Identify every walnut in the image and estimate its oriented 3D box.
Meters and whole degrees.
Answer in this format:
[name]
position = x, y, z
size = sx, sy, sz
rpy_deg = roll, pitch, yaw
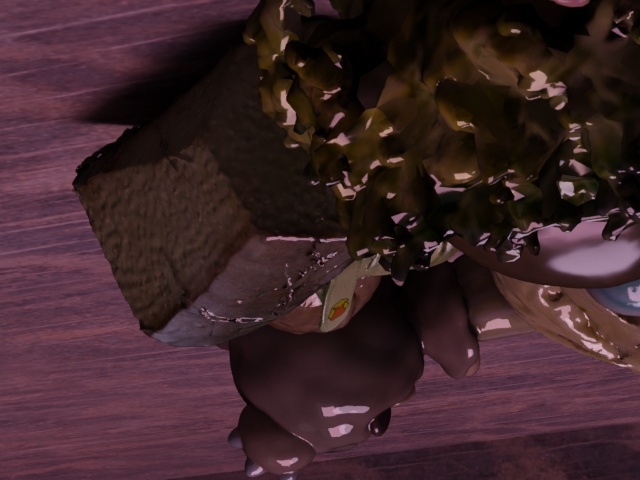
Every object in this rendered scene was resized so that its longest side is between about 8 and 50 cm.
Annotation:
[walnut]
position = -0.008, 0.022, 1.884
size = 0.140, 0.140, 0.162
rpy_deg = 0, 172, -19

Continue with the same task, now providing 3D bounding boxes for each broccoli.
[broccoli]
position = 0.114, -0.127, 1.124
size = 0.272, 0.334, 0.324
rpy_deg = 30, 139, -2

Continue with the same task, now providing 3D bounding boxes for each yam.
[yam]
position = -0.048, -0.047, 1.529
size = 0.201, 0.202, 0.271
rpy_deg = -22, 172, -25

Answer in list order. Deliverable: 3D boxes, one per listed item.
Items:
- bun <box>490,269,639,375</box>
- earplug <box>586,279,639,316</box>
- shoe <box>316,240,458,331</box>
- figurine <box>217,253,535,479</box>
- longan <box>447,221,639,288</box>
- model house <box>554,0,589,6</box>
[bun]
position = 0.305, 0.007, 1.757
size = 0.326, 0.234, 0.362
rpy_deg = -11, 158, 42
[earplug]
position = 0.353, -0.030, 1.524
size = 0.324, 0.185, 0.185
rpy_deg = -24, 164, 0
[shoe]
position = 0.000, -0.004, 1.743
size = 0.262, 0.128, 0.140
rpy_deg = 3, 138, 2
[figurine]
position = 0.065, 0.092, 2.044
size = 0.380, 0.248, 0.203
rpy_deg = -18, 160, -1
[longan]
position = 0.171, -0.072, 1.401
size = 0.248, 0.248, 0.248
rpy_deg = -5, 165, -1
[model house]
position = 0.043, -0.213, 0.882
size = 0.237, 0.202, 0.237
rpy_deg = -9, 164, 15
